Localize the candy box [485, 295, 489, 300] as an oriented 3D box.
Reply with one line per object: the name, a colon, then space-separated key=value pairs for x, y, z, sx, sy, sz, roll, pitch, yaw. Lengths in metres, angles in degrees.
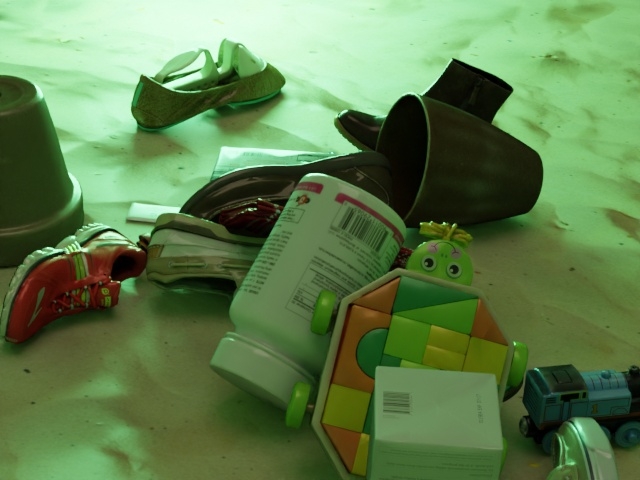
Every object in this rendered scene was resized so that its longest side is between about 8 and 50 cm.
candy box: x=0.185 y=0.082 z=2.057 sx=0.105 sy=0.027 sz=0.206 roll=19 pitch=4 yaw=4

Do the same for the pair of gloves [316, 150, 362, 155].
pair of gloves: x=0.070 y=-0.121 z=2.500 sx=0.198 sy=0.023 sz=0.159 roll=-11 pitch=35 yaw=-22

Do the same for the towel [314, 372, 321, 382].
towel: x=0.069 y=0.186 z=1.972 sx=0.113 sy=0.023 sz=0.152 roll=-23 pitch=39 yaw=-35

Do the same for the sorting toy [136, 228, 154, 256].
sorting toy: x=-0.249 y=0.019 z=2.194 sx=0.042 sy=0.061 sz=0.102 roll=-43 pitch=13 yaw=-20

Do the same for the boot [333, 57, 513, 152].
boot: x=0.168 y=-0.220 z=2.431 sx=0.248 sy=0.207 sz=0.090 roll=21 pitch=31 yaw=-12

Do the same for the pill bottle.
pill bottle: x=-0.019 y=0.070 z=1.905 sx=0.160 sy=0.160 sz=0.283 roll=22 pitch=75 yaw=29

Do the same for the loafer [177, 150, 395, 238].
loafer: x=-0.044 y=-0.039 z=2.236 sx=0.366 sy=0.134 sz=0.130 roll=-16 pitch=58 yaw=-15

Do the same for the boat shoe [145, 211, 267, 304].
boat shoe: x=-0.102 y=0.053 z=2.112 sx=0.302 sy=0.113 sz=0.103 roll=14 pitch=67 yaw=1

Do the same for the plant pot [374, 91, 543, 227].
plant pot: x=0.229 y=-0.111 z=2.345 sx=0.230 sy=0.215 sz=0.215 roll=8 pitch=28 yaw=-20

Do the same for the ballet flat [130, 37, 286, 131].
ballet flat: x=-0.197 y=-0.298 z=2.676 sx=0.342 sy=0.124 sz=0.116 roll=-20 pitch=38 yaw=-34

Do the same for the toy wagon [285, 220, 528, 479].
toy wagon: x=0.116 y=0.137 z=1.792 sx=0.267 sy=0.344 sz=0.068 roll=15 pitch=-11 yaw=-3

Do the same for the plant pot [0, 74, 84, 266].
plant pot: x=-0.495 y=-0.120 z=2.242 sx=0.263 sy=0.229 sz=0.263 roll=2 pitch=31 yaw=-1

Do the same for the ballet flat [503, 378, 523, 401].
ballet flat: x=0.175 y=0.154 z=1.959 sx=0.095 sy=0.096 sz=0.280 roll=-43 pitch=43 yaw=-14

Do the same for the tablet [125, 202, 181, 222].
tablet: x=-0.265 y=-0.043 z=2.349 sx=0.083 sy=0.006 sz=0.054 roll=5 pitch=31 yaw=5

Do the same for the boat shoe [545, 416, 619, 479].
boat shoe: x=0.295 y=0.313 z=1.699 sx=0.094 sy=0.109 sz=0.302 roll=0 pitch=33 yaw=-1

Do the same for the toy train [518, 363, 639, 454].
toy train: x=0.343 y=0.210 z=1.875 sx=0.184 sy=0.105 sz=0.080 roll=-4 pitch=31 yaw=-11

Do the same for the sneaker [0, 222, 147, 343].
sneaker: x=-0.342 y=0.063 z=2.073 sx=0.118 sy=0.107 sz=0.279 roll=25 pitch=38 yaw=18

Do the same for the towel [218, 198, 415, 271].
towel: x=0.000 y=0.000 z=2.107 sx=0.275 sy=0.031 sz=0.199 roll=18 pitch=-8 yaw=-16

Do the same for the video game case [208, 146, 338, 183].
video game case: x=-0.080 y=-0.093 z=2.415 sx=0.201 sy=0.023 sz=0.183 roll=4 pitch=35 yaw=6

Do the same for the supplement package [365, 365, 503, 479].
supplement package: x=0.115 y=0.277 z=1.602 sx=0.134 sy=0.244 sz=0.139 roll=4 pitch=29 yaw=0
